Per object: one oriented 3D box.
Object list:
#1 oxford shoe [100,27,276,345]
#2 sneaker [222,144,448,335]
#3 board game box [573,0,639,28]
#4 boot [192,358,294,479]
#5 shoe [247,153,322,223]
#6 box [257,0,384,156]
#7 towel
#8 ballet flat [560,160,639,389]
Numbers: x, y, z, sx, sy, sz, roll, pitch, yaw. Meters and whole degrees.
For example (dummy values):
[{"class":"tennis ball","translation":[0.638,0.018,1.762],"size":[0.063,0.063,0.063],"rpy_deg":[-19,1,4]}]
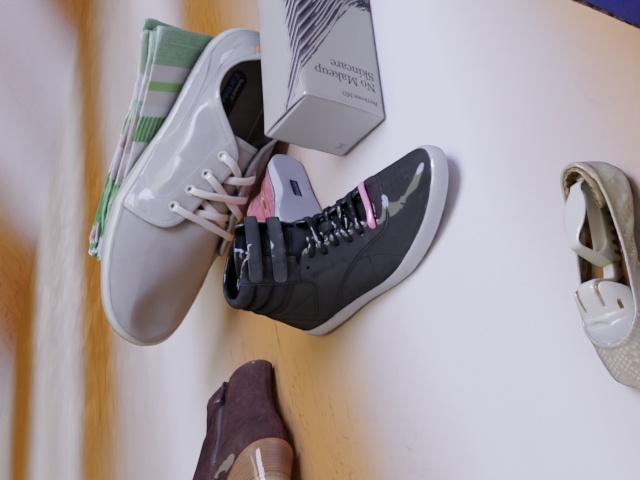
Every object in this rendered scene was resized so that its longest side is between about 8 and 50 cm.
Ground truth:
[{"class":"oxford shoe","translation":[-0.153,-0.069,1.054],"size":[0.130,0.169,0.449],"rpy_deg":[21,86,45]},{"class":"sneaker","translation":[0.000,0.001,0.819],"size":[0.296,0.147,0.105],"rpy_deg":[-48,40,41]},{"class":"board game box","translation":[0.235,-0.333,0.522],"size":[0.232,0.141,0.291],"rpy_deg":[-31,54,53]},{"class":"boot","translation":[-0.123,0.290,0.989],"size":[0.248,0.090,0.207],"rpy_deg":[-46,33,23]},{"class":"shoe","translation":[-0.044,-0.024,0.995],"size":[0.081,0.063,0.178],"rpy_deg":[-60,29,33]},{"class":"box","translation":[-0.006,-0.245,0.949],"size":[0.094,0.113,0.275],"rpy_deg":[-38,50,48]},{"class":"towel","translation":[-0.200,-0.132,1.140],"size":[0.038,0.248,0.325],"rpy_deg":[24,105,27]},{"class":"ballet flat","translation":[0.195,0.022,0.564],"size":[0.057,0.052,0.168],"rpy_deg":[-35,52,51]}]
